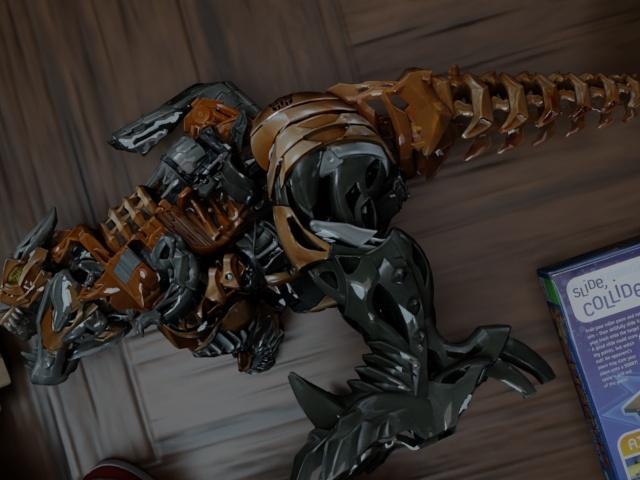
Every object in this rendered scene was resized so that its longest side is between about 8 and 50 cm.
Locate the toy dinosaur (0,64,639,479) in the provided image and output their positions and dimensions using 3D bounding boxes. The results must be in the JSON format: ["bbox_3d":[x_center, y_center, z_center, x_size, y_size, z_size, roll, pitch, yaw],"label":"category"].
[{"bbox_3d":[0.000,0.000,0.436,0.322,0.164,0.218,-31,72,23],"label":"toy dinosaur"}]

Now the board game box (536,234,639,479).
[{"bbox_3d":[0.234,0.048,0.477,0.201,0.035,0.136,-18,90,2],"label":"board game box"}]

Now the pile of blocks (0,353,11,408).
[{"bbox_3d":[-0.268,0.065,0.474,0.112,0.149,0.362,-32,77,44],"label":"pile of blocks"}]

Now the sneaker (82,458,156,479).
[{"bbox_3d":[-0.078,0.158,0.473,0.118,0.067,0.042,25,92,2],"label":"sneaker"}]
